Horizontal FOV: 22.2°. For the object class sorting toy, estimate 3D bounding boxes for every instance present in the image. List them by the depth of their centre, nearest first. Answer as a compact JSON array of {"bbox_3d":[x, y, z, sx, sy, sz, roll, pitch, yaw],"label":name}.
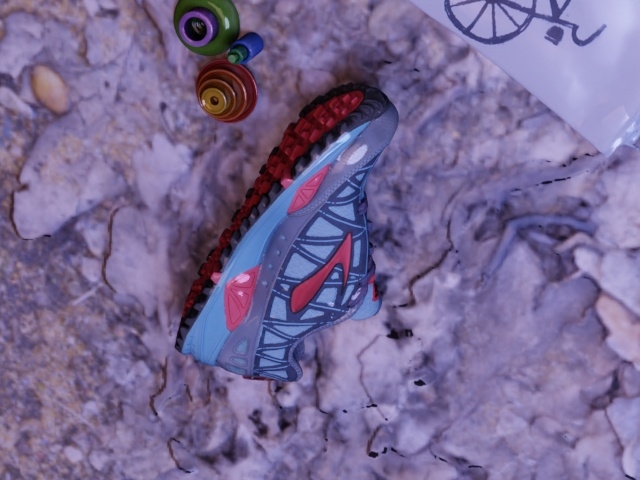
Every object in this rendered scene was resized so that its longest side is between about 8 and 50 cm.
[{"bbox_3d":[-0.075,-0.131,1.174,0.061,0.042,0.102,-15,105,24],"label":"sorting toy"}]

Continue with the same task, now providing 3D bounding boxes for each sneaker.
[{"bbox_3d":[0.000,0.000,1.187,0.125,0.104,0.262,27,123,-12],"label":"sneaker"}]

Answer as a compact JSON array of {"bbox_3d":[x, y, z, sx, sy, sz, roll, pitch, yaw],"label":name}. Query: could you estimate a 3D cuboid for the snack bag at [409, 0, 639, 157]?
[{"bbox_3d":[0.160,-0.266,1.039,0.342,0.037,0.323,38,119,-2],"label":"snack bag"}]
